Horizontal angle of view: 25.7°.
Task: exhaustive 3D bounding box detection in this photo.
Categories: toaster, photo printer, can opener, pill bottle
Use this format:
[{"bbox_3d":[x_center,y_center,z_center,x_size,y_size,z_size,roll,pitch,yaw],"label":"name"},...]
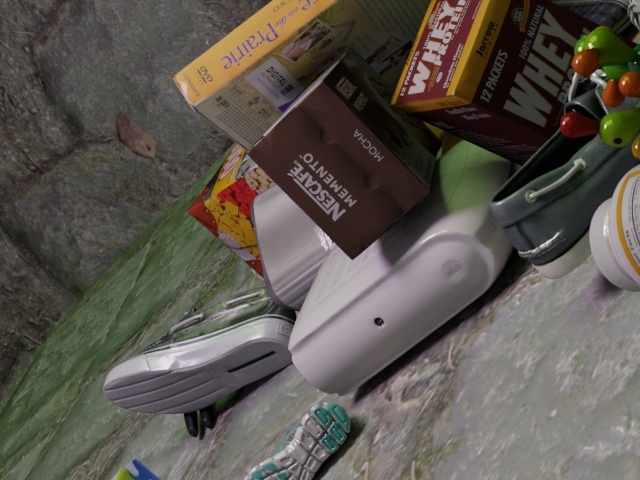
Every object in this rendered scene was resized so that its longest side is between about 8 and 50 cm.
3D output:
[{"bbox_3d":[0.000,0.000,1.934,0.146,0.129,0.227,-37,51,34],"label":"toaster"},{"bbox_3d":[0.114,0.017,1.630,0.307,0.107,0.256,-41,14,31],"label":"photo printer"},{"bbox_3d":[-0.188,0.241,2.116,0.059,0.073,0.186,-38,24,13],"label":"can opener"},{"bbox_3d":[0.306,-0.021,1.082,0.117,0.117,0.215,-56,15,-27],"label":"pill bottle"}]

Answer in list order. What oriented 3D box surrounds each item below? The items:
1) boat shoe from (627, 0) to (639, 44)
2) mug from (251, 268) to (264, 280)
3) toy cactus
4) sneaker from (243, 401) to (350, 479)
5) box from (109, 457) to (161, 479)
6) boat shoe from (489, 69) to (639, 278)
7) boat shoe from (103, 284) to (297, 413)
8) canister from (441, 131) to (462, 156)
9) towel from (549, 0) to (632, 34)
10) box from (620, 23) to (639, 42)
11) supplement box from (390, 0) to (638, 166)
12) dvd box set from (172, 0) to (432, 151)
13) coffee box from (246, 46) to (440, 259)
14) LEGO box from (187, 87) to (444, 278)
[{"bbox_3d":[0.379,-0.253,1.532,0.227,0.081,0.079,-50,-23,-23],"label":"boat shoe"},{"bbox_3d":[-0.085,0.030,2.370,0.078,0.062,0.064,-48,19,37],"label":"mug"},{"bbox_3d":[0.300,-0.135,1.179,0.219,0.180,0.112,-50,-36,-52],"label":"toy cactus"},{"bbox_3d":[-0.026,0.248,1.580,0.166,0.065,0.076,-45,-3,6],"label":"sneaker"},{"bbox_3d":[-0.267,0.380,1.855,0.178,0.109,0.042,-44,10,24],"label":"box"},{"bbox_3d":[0.272,-0.115,1.304,0.319,0.099,0.116,-53,12,-12],"label":"boat shoe"},{"bbox_3d":[-0.165,0.157,2.023,0.335,0.121,0.119,-19,45,26],"label":"boat shoe"},{"bbox_3d":[0.218,-0.159,1.870,0.126,0.073,0.170,-41,17,26],"label":"canister"},{"bbox_3d":[0.263,-0.244,1.793,0.312,0.056,0.324,-44,22,-12],"label":"towel"},{"bbox_3d":[0.326,-0.186,1.701,0.201,0.021,0.164,-43,14,26],"label":"box"},{"bbox_3d":[0.208,-0.166,1.463,0.129,0.194,0.191,-69,16,-4],"label":"supplement box"},{"bbox_3d":[0.048,-0.264,1.775,0.420,0.062,0.307,-36,-20,8],"label":"dvd box set"},{"bbox_3d":[0.036,-0.108,1.610,0.119,0.168,0.297,-42,5,15],"label":"coffee box"},{"bbox_3d":[0.055,-0.210,2.269,0.372,0.193,0.500,-29,24,54],"label":"LEGO box"}]
